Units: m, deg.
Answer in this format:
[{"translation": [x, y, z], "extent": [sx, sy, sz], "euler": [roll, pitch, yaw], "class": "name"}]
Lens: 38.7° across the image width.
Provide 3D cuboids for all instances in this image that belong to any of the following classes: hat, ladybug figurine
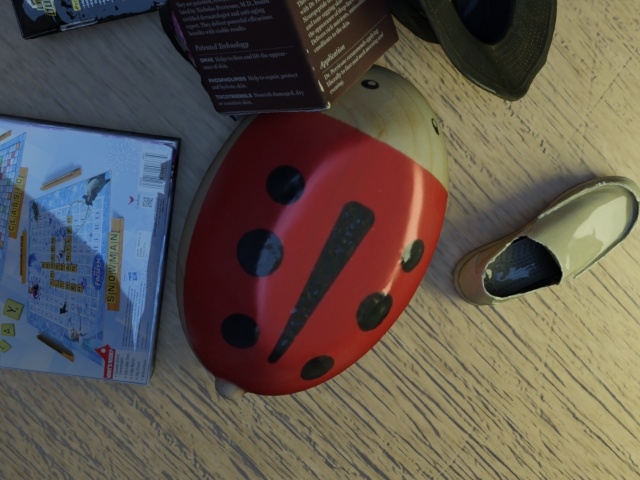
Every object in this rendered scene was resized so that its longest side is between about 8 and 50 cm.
[{"translation": [0.145, -0.311, 1.063], "extent": [0.134, 0.331, 0.331], "euler": [-7, 104, 39], "class": "hat"}, {"translation": [0.000, 0.000, 1.089], "extent": [0.305, 0.162, 0.449], "euler": [25, 93, -18], "class": "ladybug figurine"}]

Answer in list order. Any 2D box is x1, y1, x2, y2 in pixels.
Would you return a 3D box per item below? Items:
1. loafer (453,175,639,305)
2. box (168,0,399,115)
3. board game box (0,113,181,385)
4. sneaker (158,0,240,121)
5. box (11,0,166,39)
[{"translation": [0.301, 0.011, 1.165], "extent": [0.269, 0.092, 0.101], "euler": [-32, 100, 3], "class": "loafer"}, {"translation": [-0.045, -0.267, 1.003], "extent": [0.167, 0.168, 0.203], "euler": [4, 128, 38], "class": "box"}, {"translation": [-0.353, 0.007, 1.146], "extent": [0.318, 0.066, 0.318], "euler": [8, 100, -4], "class": "board game box"}, {"translation": [-0.125, -0.233, 1.096], "extent": [0.077, 0.072, 0.178], "euler": [-42, 139, -8], "class": "sneaker"}, {"translation": [-0.259, -0.419, 1.052], "extent": [0.257, 0.079, 0.321], "euler": [-13, 107, 2], "class": "box"}]
